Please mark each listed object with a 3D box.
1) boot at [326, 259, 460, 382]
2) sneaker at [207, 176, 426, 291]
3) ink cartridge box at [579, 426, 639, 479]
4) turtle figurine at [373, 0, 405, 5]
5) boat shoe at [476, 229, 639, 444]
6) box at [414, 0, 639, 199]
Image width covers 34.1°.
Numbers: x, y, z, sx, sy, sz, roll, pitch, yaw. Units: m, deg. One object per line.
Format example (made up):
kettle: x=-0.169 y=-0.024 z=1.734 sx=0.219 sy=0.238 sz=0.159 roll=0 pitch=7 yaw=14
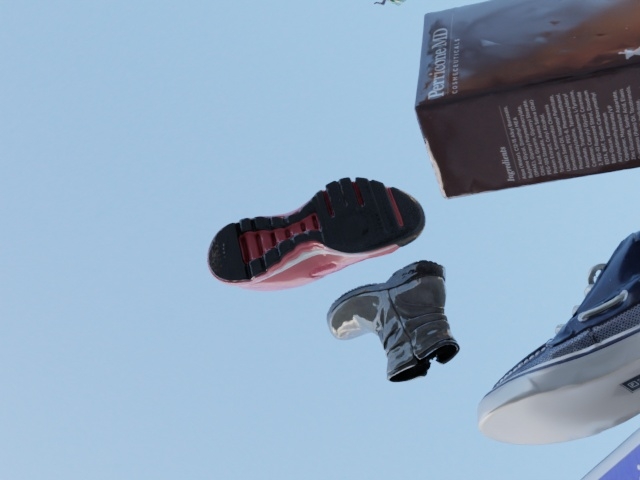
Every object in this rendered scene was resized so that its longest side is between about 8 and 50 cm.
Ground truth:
boot: x=0.100 y=0.144 z=1.584 sx=0.083 sy=0.246 sz=0.161 roll=24 pitch=-130 yaw=-35
sneaker: x=0.000 y=0.000 z=1.502 sx=0.314 sy=0.136 sz=0.116 roll=-14 pitch=-111 yaw=9
ink cartridge box: x=0.160 y=0.152 z=0.378 sx=0.069 sy=0.371 sz=0.175 roll=-3 pitch=-125 yaw=-19
turtle figurine: x=0.130 y=-0.429 z=1.532 sx=0.234 sy=0.118 sz=0.175 roll=-61 pitch=-29 yaw=-45
boat shoe: x=0.317 y=0.102 z=1.153 sx=0.127 sy=0.340 sz=0.158 roll=37 pitch=-142 yaw=-34
box: x=0.301 y=-0.180 z=1.103 sx=0.191 sy=0.381 sz=0.143 roll=-80 pitch=-27 yaw=-46
